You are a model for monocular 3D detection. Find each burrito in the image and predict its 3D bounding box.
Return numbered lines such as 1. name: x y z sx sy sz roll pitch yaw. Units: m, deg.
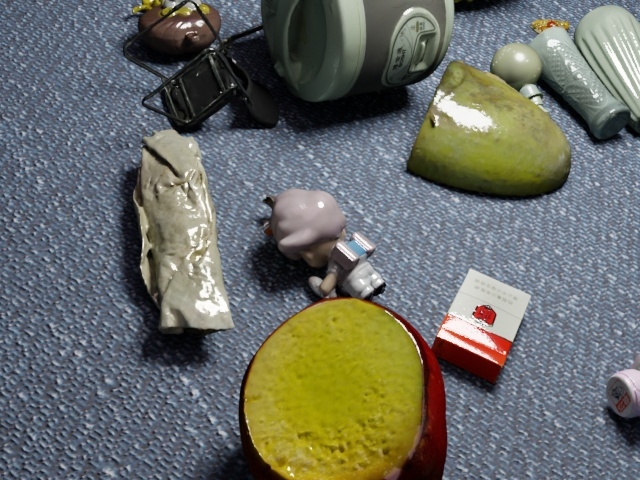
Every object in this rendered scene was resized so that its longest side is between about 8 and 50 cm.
1. burrito: -0.202 -0.018 1.547 0.117 0.076 0.392 -2 47 -15

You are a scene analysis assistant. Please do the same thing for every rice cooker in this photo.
1. rice cooker: 0.052 -0.377 1.818 0.276 0.288 0.288 -13 51 -30

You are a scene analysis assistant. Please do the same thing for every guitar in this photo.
1. guitar: -0.083 -0.380 1.944 0.233 0.088 0.025 -27 56 -23

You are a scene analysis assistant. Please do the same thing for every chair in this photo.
1. chair: -0.185 -0.247 1.764 0.145 0.221 0.140 -34 51 13

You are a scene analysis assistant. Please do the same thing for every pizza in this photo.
1. pizza: 0.456 -0.409 2.136 0.083 0.025 0.078 -2 45 -17

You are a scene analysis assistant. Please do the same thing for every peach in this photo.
1. peach: 0.041 0.219 1.263 0.245 0.248 0.275 38 26 -34

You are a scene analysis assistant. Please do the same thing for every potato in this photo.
1. potato: 0.305 -0.185 1.822 0.255 0.112 0.269 22 47 6

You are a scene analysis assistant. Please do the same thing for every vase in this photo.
1. vase: 0.552 -0.307 1.999 0.128 0.128 0.248 -6 58 -19
2. vase: 0.461 -0.277 1.966 0.096 0.096 0.219 -14 54 -26

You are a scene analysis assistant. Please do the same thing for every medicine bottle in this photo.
1. medicine bottle: 0.499 0.192 1.519 0.219 0.078 0.115 -10 52 -23

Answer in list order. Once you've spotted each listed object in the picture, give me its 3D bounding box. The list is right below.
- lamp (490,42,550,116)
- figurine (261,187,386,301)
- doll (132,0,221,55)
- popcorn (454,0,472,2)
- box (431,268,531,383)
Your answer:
1. lamp: 0.361 -0.270 1.945 0.091 0.091 0.163 -10 65 -23
2. figurine: 0.000 0.000 1.565 0.229 0.112 0.137 45 46 15
3. doll: -0.257 -0.380 1.882 0.188 0.096 0.145 30 38 29
4. popcorn: 0.298 -0.588 2.123 0.292 0.237 0.293 5 43 -5
5. box: 0.227 0.118 1.548 0.100 0.048 0.152 23 47 11
